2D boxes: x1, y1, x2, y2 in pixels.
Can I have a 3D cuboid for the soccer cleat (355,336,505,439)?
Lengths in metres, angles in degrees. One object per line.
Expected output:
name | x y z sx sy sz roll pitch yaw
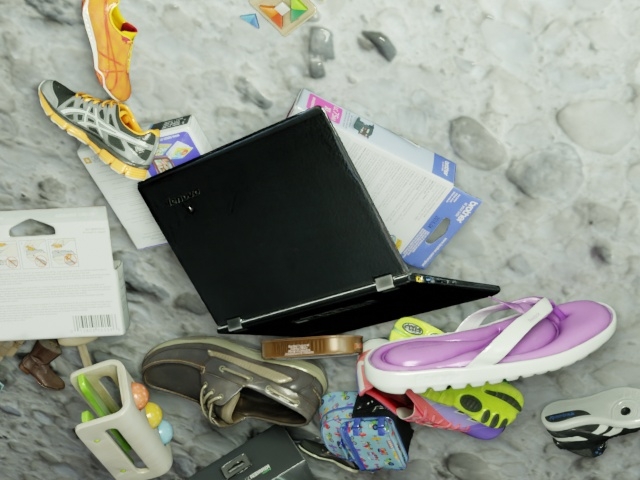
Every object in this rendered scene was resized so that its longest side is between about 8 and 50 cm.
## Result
soccer cleat | 0.196 0.295 1.761 0.318 0.116 0.108 32 130 -16

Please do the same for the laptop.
laptop | 0.000 0.000 1.527 0.382 0.236 0.408 -17 163 37

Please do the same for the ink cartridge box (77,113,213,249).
ink cartridge box | -0.250 -0.089 1.565 0.206 0.045 0.208 -10 127 21

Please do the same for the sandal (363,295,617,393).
sandal | 0.269 0.143 1.514 0.416 0.169 0.102 -14 112 -11

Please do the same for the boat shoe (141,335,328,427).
boat shoe | -0.168 0.267 1.809 0.356 0.130 0.132 4 132 9

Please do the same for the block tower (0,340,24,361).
block tower | -0.697 0.104 1.810 0.335 0.091 0.097 32 130 -16

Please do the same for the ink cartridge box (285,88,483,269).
ink cartridge box | 0.069 -0.085 1.485 0.311 0.065 0.185 26 132 -9

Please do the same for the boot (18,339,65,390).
boot | -0.530 0.242 1.936 0.106 0.037 0.114 32 126 -19

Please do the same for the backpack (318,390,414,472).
backpack | 0.075 0.357 1.847 0.173 0.117 0.158 -4 129 20

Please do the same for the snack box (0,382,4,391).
snack box | -0.769 0.211 1.865 0.187 0.060 0.322 8 149 26

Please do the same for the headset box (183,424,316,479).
headset box | -0.120 0.537 1.964 0.246 0.131 0.283 -31 128 -9

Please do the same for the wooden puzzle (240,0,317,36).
wooden puzzle | -0.051 -0.320 1.334 0.079 0.014 0.116 37 129 -20

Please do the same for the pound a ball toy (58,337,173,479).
pound a ball toy | -0.384 0.306 1.894 0.136 0.208 0.319 -17 142 -1

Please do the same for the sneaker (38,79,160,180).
sneaker | -0.328 -0.180 1.467 0.215 0.084 0.083 37 103 6

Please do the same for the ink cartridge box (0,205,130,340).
ink cartridge box | -0.485 0.054 1.713 0.275 0.060 0.238 -3 106 2

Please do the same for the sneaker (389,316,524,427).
sneaker | 0.217 0.225 1.678 0.295 0.123 0.109 37 92 -26

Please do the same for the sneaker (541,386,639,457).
sneaker | 0.518 0.331 1.756 0.217 0.079 0.121 -11 132 32

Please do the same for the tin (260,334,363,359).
tin | -0.015 0.190 1.728 0.190 0.040 0.106 -7 173 24

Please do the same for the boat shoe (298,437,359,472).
boat shoe | 0.022 0.423 1.969 0.133 0.049 0.042 19 100 7

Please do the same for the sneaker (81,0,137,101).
sneaker | -0.291 -0.272 1.401 0.068 0.064 0.175 -3 134 2
